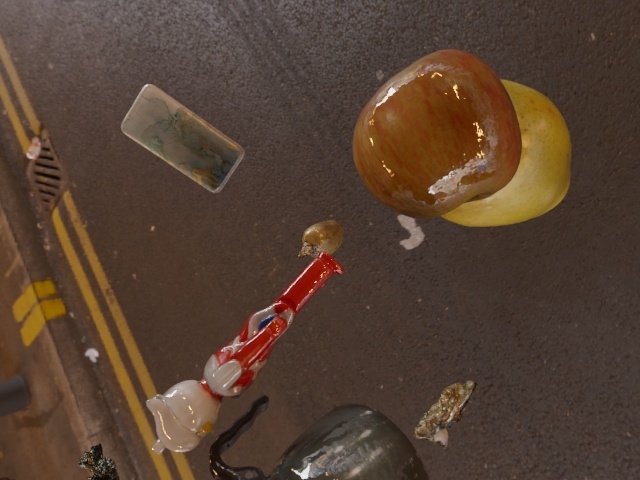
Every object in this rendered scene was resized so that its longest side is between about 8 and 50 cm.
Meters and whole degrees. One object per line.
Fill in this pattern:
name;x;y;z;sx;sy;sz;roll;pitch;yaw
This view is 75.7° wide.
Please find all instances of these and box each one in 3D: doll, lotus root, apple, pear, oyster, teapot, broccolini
doll;-0.117;0.175;0.662;0.099;0.384;0.188;46;162;3
lotus root;0.000;0.000;1.519;0.125;0.221;0.118;59;142;2
apple;0.190;-0.153;0.668;0.264;0.264;0.264;4;97;33
pear;0.410;-0.207;1.023;0.362;0.418;0.362;-45;38;50
oyster;0.349;0.479;1.146;0.092;0.259;0.198;34;133;23
teapot;-0.027;0.352;0.582;0.305;0.285;0.223;59;139;22
broccolini;-0.375;0.442;0.736;0.123;0.062;0.271;62;151;32

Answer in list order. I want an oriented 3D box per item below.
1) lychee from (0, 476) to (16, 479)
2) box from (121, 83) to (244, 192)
lychee;-0.273;0.284;0.232;0.304;0.276;0.276;28;112;3
box;-0.343;-0.252;1.039;0.285;0.044;0.142;34;99;-12
